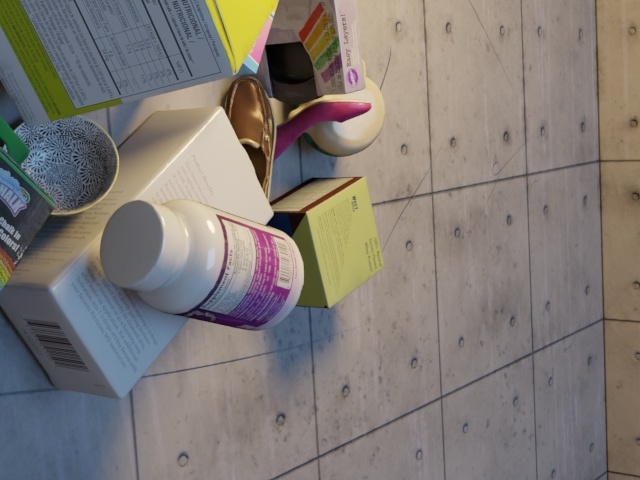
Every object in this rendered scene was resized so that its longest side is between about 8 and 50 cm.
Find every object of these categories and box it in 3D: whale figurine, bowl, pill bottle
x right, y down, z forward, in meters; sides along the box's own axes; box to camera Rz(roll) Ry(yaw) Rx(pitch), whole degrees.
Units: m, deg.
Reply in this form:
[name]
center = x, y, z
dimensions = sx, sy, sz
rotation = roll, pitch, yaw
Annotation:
[whale figurine]
center = 0.001, -0.288, 2.148
dimensions = 0.272, 0.141, 0.216
rotation = 49, 67, -14
[bowl]
center = -0.390, -0.100, 1.633
dimensions = 0.080, 0.170, 0.170
rotation = 118, -4, -64
[pill bottle]
center = -0.174, 0.034, 1.608
dimensions = 0.301, 0.169, 0.169
rotation = 19, 76, -52

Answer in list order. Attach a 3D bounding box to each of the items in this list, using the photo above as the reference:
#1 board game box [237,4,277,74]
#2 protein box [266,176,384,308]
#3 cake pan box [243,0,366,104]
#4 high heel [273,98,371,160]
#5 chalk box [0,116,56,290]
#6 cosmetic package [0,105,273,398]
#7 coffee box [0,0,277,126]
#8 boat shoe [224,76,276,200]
[board game box]
center = -0.169, -0.418, 1.799
dimensions = 0.064, 0.242, 0.316
rotation = 35, 64, -47
[protein box]
center = 0.000, 0.000, 2.132
dimensions = 0.201, 0.136, 0.199
rotation = -33, 117, -47
[cake pan box]
center = -0.045, -0.382, 1.964
dimensions = 0.070, 0.246, 0.266
rotation = -23, 111, -46
[high heel]
center = -0.021, -0.197, 2.031
dimensions = 0.082, 0.244, 0.117
rotation = -115, -163, -85
[chalk box]
center = -0.495, -0.039, 1.441
dimensions = 0.180, 0.179, 0.289
rotation = 53, 51, -39
[cosmetic package]
center = -0.286, 0.007, 1.731
dimensions = 0.453, 0.162, 0.230
rotation = -52, 131, -38
[coffee box]
center = -0.279, -0.406, 1.500
dimensions = 0.337, 0.334, 0.338
rotation = -73, 146, -54
[boat shoe]
center = -0.124, -0.174, 1.954
dimensions = 0.095, 0.095, 0.257
rotation = 103, -19, -85
